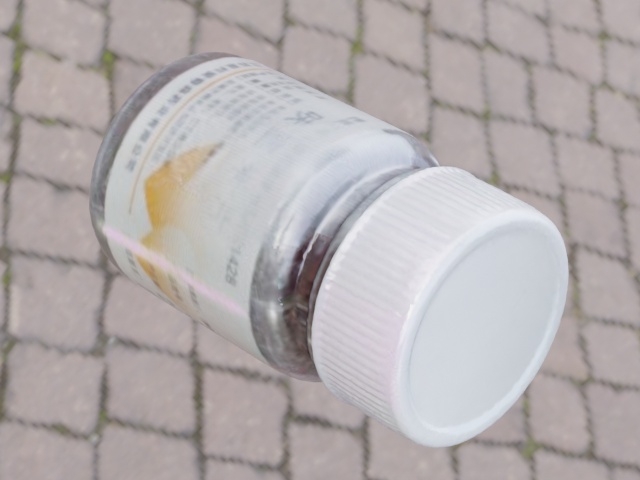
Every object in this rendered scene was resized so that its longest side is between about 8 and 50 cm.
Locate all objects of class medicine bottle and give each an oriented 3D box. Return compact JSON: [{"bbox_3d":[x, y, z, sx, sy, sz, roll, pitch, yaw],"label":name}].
[{"bbox_3d":[0.000,0.000,1.101,0.165,0.165,0.273,-20,35,-39],"label":"medicine bottle"}]
